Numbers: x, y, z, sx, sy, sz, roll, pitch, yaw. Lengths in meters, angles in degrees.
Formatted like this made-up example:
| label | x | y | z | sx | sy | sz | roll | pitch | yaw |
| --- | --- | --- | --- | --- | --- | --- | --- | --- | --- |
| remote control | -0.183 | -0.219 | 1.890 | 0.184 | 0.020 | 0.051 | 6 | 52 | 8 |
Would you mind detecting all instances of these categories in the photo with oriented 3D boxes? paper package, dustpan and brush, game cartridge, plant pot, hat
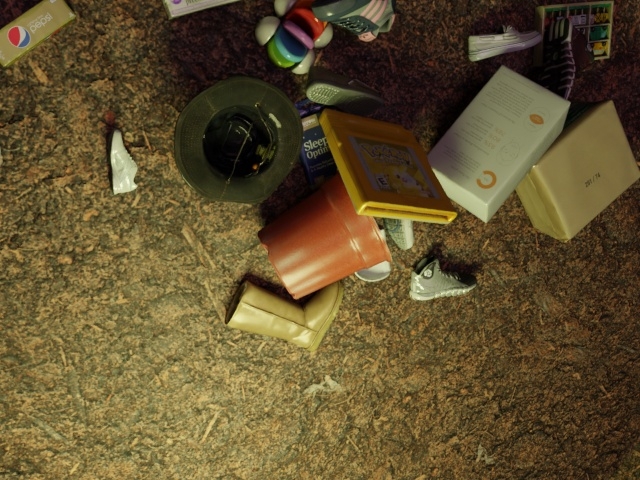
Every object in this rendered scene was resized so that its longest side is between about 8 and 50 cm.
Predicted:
| label | x | y | z | sx | sy | sz | roll | pitch | yaw |
| --- | --- | --- | --- | --- | --- | --- | --- | --- | --- |
| paper package | 0.768 | -0.222 | 1.681 | 0.325 | 0.168 | 0.309 | -39 | 116 | -6 |
| dustpan and brush | 0.113 | 0.066 | 1.561 | 0.211 | 0.060 | 0.147 | -18 | 111 | -17 |
| game cartridge | 0.165 | -0.187 | 1.357 | 0.285 | 0.324 | 0.053 | 4 | 141 | -32 |
| plant pot | 0.000 | 0.000 | 1.397 | 0.265 | 0.272 | 0.272 | -30 | 114 | -1 |
| hat | -0.209 | -0.248 | 1.301 | 0.331 | 0.134 | 0.331 | -20 | 126 | -29 |

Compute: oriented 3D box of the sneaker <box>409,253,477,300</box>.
| label | x | y | z | sx | sy | sz | roll | pitch | yaw |
| --- | --- | --- | --- | --- | --- | --- | --- | --- | --- |
| sneaker | 0.377 | 0.100 | 1.666 | 0.228 | 0.086 | 0.132 | -11 | 107 | -18 |

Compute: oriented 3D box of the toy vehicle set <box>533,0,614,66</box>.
| label | x | y | z | sx | sy | sz | roll | pitch | yaw |
| --- | --- | --- | --- | --- | --- | --- | --- | --- | --- |
| toy vehicle set | 0.754 | -0.617 | 1.632 | 0.266 | 0.035 | 0.166 | -12 | 109 | -18 |

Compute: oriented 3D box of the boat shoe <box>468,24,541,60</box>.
| label | x | y | z | sx | sy | sz | roll | pitch | yaw |
| --- | --- | --- | --- | --- | --- | --- | --- | --- | --- |
| boat shoe | 0.516 | -0.564 | 1.526 | 0.226 | 0.083 | 0.076 | -20 | 113 | -15 |

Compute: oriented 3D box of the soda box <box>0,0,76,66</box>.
| label | x | y | z | sx | sy | sz | roll | pitch | yaw |
| --- | --- | --- | --- | --- | --- | --- | --- | --- | --- |
| soda box | -0.597 | -0.435 | 1.130 | 0.181 | 0.061 | 0.058 | -39 | 116 | -8 |

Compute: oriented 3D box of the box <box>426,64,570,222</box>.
| label | x | y | z | sx | sy | sz | roll | pitch | yaw |
| --- | --- | --- | --- | --- | --- | --- | --- | --- | --- |
| box | 0.476 | -0.260 | 1.498 | 0.345 | 0.215 | 0.168 | -50 | 158 | -1 |

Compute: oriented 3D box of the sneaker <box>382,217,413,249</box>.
| label | x | y | z | sx | sy | sz | roll | pitch | yaw |
| --- | --- | --- | --- | --- | --- | --- | --- | --- | --- |
| sneaker | 0.243 | -0.117 | 1.538 | 0.129 | 0.111 | 0.297 | -15 | 111 | -22 |

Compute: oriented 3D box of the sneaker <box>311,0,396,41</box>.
| label | x | y | z | sx | sy | sz | roll | pitch | yaw |
| --- | --- | --- | --- | --- | --- | --- | --- | --- | --- |
| sneaker | 0.095 | -0.530 | 1.290 | 0.319 | 0.112 | 0.131 | -38 | 130 | -43 |

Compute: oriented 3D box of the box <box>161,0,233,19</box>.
| label | x | y | z | sx | sy | sz | roll | pitch | yaw |
| --- | --- | --- | --- | --- | --- | --- | --- | --- | --- |
| box | -0.198 | -0.578 | 1.246 | 0.323 | 0.067 | 0.063 | -22 | 111 | -14 |

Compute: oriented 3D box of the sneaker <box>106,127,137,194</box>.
| label | x | y | z | sx | sy | sz | roll | pitch | yaw |
| --- | --- | --- | --- | --- | --- | --- | --- | --- | --- |
| sneaker | -0.460 | -0.185 | 1.269 | 0.061 | 0.053 | 0.152 | -9 | 115 | -29 |

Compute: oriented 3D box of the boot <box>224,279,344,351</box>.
| label | x | y | z | sx | sy | sz | roll | pitch | yaw |
| --- | --- | --- | --- | --- | --- | --- | --- | --- | --- |
| boot | -0.092 | 0.170 | 1.498 | 0.269 | 0.089 | 0.236 | 25 | 89 | -22 |

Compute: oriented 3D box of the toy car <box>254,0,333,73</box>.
| label | x | y | z | sx | sy | sz | roll | pitch | yaw |
| --- | --- | --- | --- | --- | --- | --- | --- | --- | --- |
| toy car | -0.051 | -0.492 | 1.290 | 0.159 | 0.136 | 0.182 | 35 | 91 | -27 |

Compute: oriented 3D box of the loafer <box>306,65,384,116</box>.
| label | x | y | z | sx | sy | sz | roll | pitch | yaw |
| --- | --- | --- | --- | --- | --- | --- | --- | --- | --- |
| loafer | 0.066 | -0.383 | 1.377 | 0.251 | 0.094 | 0.088 | 6 | 66 | -45 |

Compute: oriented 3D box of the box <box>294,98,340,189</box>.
| label | x | y | z | sx | sy | sz | roll | pitch | yaw |
| --- | --- | --- | --- | --- | --- | --- | --- | --- | --- |
| box | 0.002 | -0.261 | 1.437 | 0.136 | 0.036 | 0.225 | -24 | 111 | -14 |

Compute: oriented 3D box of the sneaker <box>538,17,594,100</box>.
| label | x | y | z | sx | sy | sz | roll | pitch | yaw |
| --- | --- | --- | --- | --- | --- | --- | --- | --- | --- |
| sneaker | 0.719 | -0.477 | 1.563 | 0.162 | 0.106 | 0.282 | 9 | 89 | -30 |
